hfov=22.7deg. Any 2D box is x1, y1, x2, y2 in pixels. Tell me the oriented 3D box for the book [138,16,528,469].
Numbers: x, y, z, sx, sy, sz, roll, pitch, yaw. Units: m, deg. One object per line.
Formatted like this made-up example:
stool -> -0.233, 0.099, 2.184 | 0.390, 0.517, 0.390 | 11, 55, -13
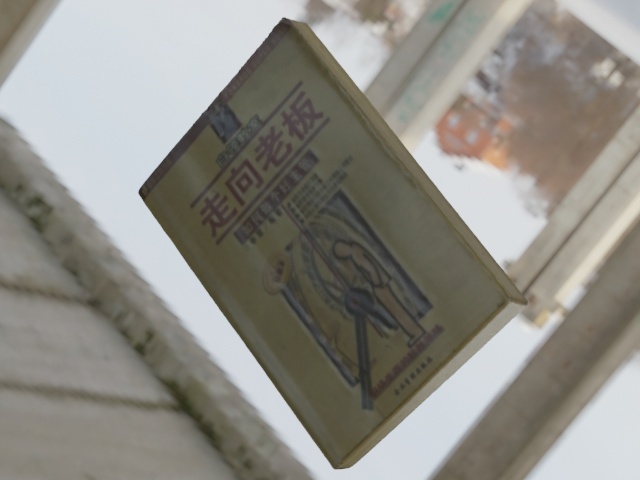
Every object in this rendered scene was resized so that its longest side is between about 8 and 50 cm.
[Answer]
book -> 0.000, 0.000, 0.965 | 0.231, 0.161, 0.026 | 53, -156, 22
